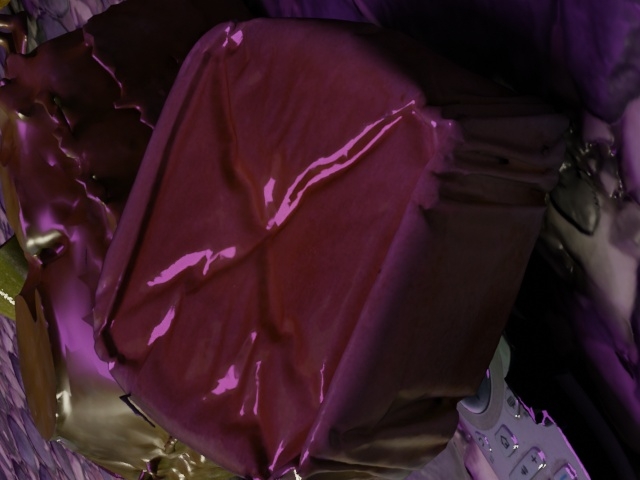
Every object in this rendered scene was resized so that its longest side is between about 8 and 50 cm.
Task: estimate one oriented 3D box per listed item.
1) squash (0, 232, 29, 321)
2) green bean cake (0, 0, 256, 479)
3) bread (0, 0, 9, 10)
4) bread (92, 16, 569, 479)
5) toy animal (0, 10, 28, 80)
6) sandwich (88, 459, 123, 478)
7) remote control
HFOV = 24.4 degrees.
[{"bbox_3d":[-0.290,0.056,1.514,0.132,0.105,0.105,47,158,-8],"label":"squash"},{"bbox_3d":[-0.110,0.021,0.949,0.285,0.202,0.310,61,156,12],"label":"green bean cake"},{"bbox_3d":[-0.274,-0.248,1.093,0.160,0.147,0.260,54,162,1],"label":"bread"},{"bbox_3d":[0.000,0.002,0.705,0.192,0.110,0.210,24,96,40],"label":"bread"},{"bbox_3d":[-0.343,-0.190,1.260,0.089,0.179,0.188,132,136,-62],"label":"toy animal"},{"bbox_3d":[-0.174,0.146,1.344,0.258,0.096,0.094,15,121,57],"label":"sandwich"},{"bbox_3d":[0.096,0.068,0.767,0.256,0.045,0.097,59,155,18],"label":"remote control"}]
